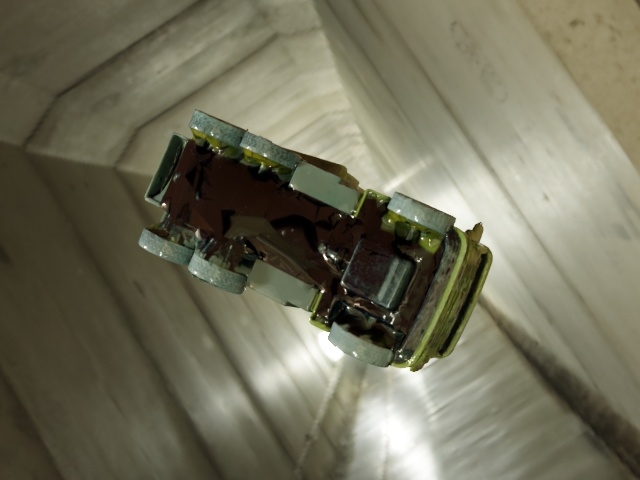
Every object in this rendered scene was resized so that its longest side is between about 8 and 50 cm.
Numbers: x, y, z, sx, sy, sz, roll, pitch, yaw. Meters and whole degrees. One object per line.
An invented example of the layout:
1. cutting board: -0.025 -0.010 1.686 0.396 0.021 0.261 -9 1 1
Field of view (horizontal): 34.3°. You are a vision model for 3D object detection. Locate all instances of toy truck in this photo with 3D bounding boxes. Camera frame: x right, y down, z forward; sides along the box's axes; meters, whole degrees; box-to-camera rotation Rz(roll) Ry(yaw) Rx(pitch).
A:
1. toy truck: 0.000 0.000 0.568 0.116 0.191 0.085 14 -81 -63
